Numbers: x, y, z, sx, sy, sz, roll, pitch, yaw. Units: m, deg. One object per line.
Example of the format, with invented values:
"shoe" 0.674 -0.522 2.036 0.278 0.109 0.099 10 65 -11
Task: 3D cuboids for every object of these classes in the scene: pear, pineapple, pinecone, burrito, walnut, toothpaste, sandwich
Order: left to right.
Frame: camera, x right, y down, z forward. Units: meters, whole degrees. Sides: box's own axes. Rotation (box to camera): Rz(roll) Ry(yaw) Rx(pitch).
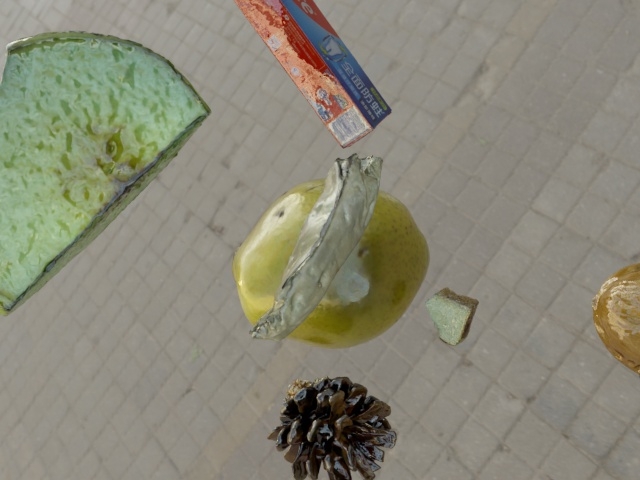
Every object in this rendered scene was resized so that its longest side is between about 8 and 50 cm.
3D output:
"pear" -0.262 -0.078 0.736 0.292 0.159 0.292 -45 8 8
"toothpaste" -0.027 -0.280 1.016 0.066 0.320 0.076 -29 13 38
"pineapple" -0.012 0.323 1.512 0.114 0.077 0.114 -45 39 22
"burrito" 0.001 0.001 0.726 0.058 0.063 0.229 18 68 38
"pinecone" 0.024 0.344 1.302 0.201 0.229 0.202 29 61 31
"pear" 0.029 0.056 1.410 0.386 0.340 0.191 -25 13 -7
"sandwich" 0.240 0.143 1.370 0.093 0.036 0.105 21 119 25
"walnut" 0.475 0.111 0.969 0.211 0.087 0.167 13 89 7
